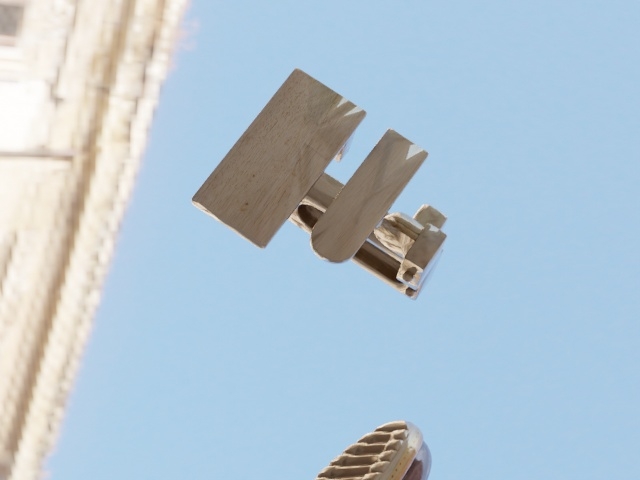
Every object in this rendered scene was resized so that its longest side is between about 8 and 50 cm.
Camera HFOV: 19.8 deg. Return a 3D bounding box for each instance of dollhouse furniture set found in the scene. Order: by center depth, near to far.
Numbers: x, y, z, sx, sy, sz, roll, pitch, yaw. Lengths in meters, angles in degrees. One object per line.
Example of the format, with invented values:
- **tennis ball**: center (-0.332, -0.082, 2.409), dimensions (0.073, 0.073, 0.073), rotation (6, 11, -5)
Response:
- **dollhouse furniture set**: center (0.000, 0.000, 1.248), dimensions (0.144, 0.151, 0.123), rotation (33, -116, 8)

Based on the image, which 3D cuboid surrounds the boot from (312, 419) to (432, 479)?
- **boot**: center (0.051, 0.270, 1.230), dimensions (0.248, 0.207, 0.090), rotation (-57, -159, -18)
